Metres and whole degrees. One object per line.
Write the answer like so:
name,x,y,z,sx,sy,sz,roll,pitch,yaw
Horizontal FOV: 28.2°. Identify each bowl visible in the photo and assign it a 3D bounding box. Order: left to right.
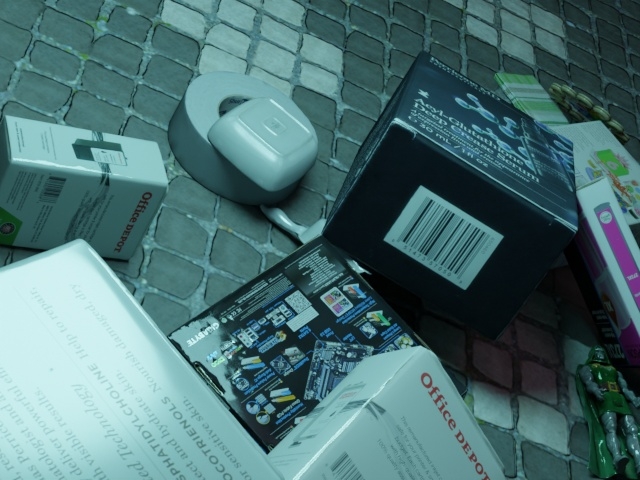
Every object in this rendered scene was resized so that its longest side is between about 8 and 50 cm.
bowl,-0.076,-0.149,1.844,0.142,0.053,0.142,41,41,9

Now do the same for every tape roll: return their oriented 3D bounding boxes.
tape roll,-0.116,-0.156,1.923,0.219,0.072,0.219,19,41,-18

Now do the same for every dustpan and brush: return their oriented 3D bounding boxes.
dustpan and brush,0.000,0.000,1.848,0.211,0.060,0.147,44,12,16

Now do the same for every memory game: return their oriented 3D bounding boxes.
memory game,0.507,-0.238,2.411,0.186,0.012,0.186,38,-1,1

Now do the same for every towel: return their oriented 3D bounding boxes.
towel,0.408,-0.264,2.452,0.113,0.023,0.152,0,48,-38

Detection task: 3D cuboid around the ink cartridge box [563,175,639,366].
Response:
ink cartridge box,0.460,0.089,1.942,0.069,0.176,0.370,-25,87,-8

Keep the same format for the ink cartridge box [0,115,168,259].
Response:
ink cartridge box,-0.318,-0.063,1.619,0.209,0.153,0.086,9,44,-30

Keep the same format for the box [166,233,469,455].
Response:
box,-0.006,0.171,1.626,0.293,0.073,0.295,47,51,12

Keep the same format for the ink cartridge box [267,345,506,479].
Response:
ink cartridge box,0.058,0.286,1.449,0.283,0.117,0.207,-41,105,-38

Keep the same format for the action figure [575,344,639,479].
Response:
action figure,0.437,0.250,1.907,0.137,0.063,0.232,13,40,-20

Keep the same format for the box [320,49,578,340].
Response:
box,0.202,-0.080,1.888,0.294,0.212,0.395,31,23,-4

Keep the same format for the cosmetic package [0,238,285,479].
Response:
cosmetic package,-0.318,0.262,1.139,0.327,0.329,0.394,48,41,16

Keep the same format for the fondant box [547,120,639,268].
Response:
fondant box,0.442,-0.086,2.228,0.330,0.096,0.238,-12,56,-41
